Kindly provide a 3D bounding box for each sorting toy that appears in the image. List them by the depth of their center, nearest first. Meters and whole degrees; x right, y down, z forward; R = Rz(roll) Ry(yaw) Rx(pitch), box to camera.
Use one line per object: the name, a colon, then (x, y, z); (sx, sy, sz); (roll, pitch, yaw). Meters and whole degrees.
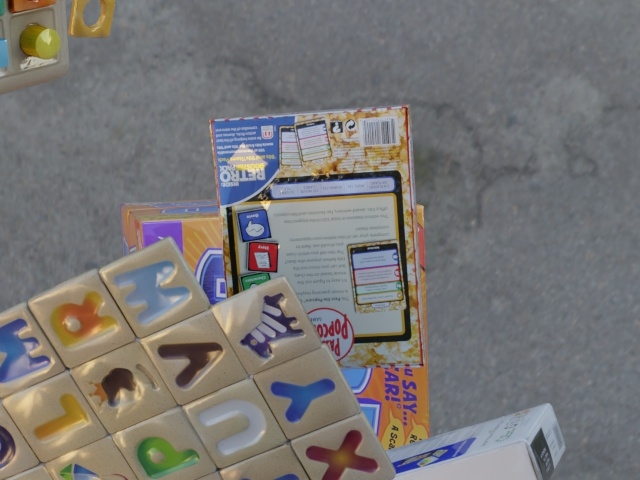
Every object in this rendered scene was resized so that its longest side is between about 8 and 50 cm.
sorting toy: (-0.353, -0.254, 1.375); (0.047, 0.196, 0.348); (24, 32, 32)

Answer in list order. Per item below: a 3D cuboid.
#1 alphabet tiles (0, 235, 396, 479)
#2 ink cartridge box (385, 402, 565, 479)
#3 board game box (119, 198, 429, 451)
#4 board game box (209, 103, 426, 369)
alphabet tiles: (-0.136, 0.161, 0.860); (0.343, 0.285, 0.011); (-24, 18, 14)
ink cartridge box: (0.075, 0.270, 1.319); (0.371, 0.176, 0.069); (-18, 89, 19)
board game box: (-0.076, 0.125, 1.642); (0.357, 0.356, 0.356); (-3, 96, -13)
board game box: (0.000, 0.000, 0.898); (0.147, 0.045, 0.193); (-3, 98, 7)
